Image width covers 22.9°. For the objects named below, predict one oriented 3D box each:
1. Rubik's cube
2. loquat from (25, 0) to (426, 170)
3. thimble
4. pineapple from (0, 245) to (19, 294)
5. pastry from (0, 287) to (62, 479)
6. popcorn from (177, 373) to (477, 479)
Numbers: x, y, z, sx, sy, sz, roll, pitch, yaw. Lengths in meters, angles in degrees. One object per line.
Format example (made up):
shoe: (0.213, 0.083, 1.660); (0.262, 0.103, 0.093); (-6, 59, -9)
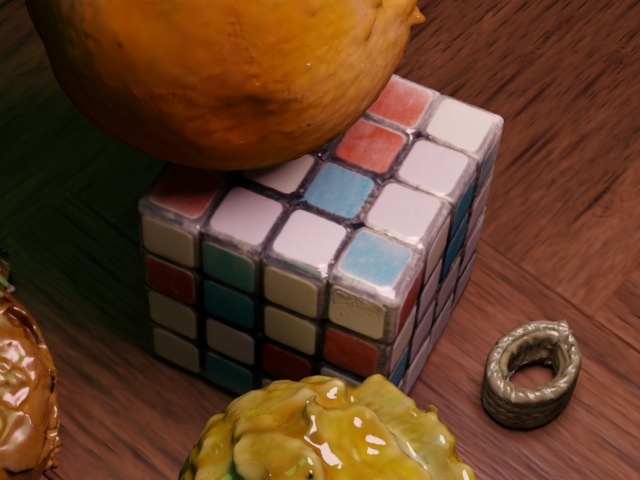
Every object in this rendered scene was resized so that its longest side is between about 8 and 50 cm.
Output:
Rubik's cube: (0.000, -0.001, 1.485); (0.253, 0.256, 0.259); (24, 55, 14)
loquat: (-0.080, -0.216, 1.292); (0.328, 0.328, 0.328); (2, 55, -3)
thimble: (0.206, 0.127, 1.529); (0.084, 0.062, 0.110); (33, 58, 19)
pineapple: (-0.404, 0.055, 1.545); (0.221, 0.047, 0.221); (2, 56, -2)
pastry: (-0.383, 0.160, 1.400); (0.311, 0.162, 0.255); (-12, 66, -7)
popcorn: (-0.001, 0.242, 1.321); (0.282, 0.247, 0.282); (10, 55, -15)
